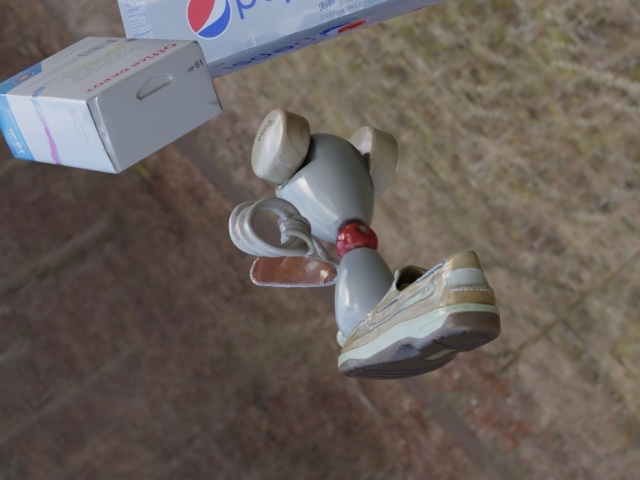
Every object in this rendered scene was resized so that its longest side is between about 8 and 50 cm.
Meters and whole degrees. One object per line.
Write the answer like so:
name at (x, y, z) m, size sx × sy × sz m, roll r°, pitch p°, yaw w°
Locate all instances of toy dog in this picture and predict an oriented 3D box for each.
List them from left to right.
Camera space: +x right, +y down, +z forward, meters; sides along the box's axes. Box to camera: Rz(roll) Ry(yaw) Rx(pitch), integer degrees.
toy dog at (0.000, 0.000, 1.582) m, size 0.220 × 0.161 × 0.333 m, roll 25°, pitch -143°, yaw -7°

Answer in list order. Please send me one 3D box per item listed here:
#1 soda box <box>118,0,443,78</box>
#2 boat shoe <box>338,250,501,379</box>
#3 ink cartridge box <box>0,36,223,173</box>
soda box at (-0.036, -0.220, 1.299) m, size 0.098 × 0.286 × 0.091 m, roll -13°, pitch -92°, yaw -63°
boat shoe at (0.070, 0.053, 1.042) m, size 0.190 × 0.068 × 0.072 m, roll -30°, pitch 61°, yaw 57°
ink cartridge box at (-0.134, -0.086, 0.888) m, size 0.122 × 0.088 × 0.052 m, roll 9°, pitch 126°, yaw 49°
